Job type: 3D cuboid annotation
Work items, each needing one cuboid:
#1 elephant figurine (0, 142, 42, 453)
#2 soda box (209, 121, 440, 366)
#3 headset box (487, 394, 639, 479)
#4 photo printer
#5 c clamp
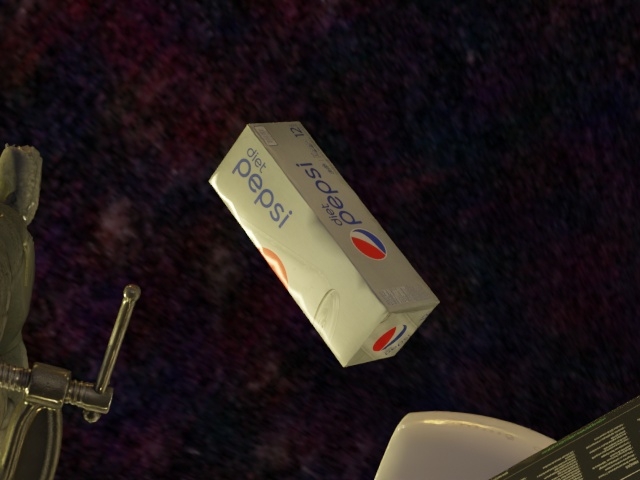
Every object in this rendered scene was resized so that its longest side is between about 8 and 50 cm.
[{"bbox_3d":[-0.284,0.047,0.860,0.239,0.186,0.169,3,110,0],"label":"elephant figurine"},{"bbox_3d":[0.000,0.000,1.769,0.286,0.091,0.098,53,125,23],"label":"soda box"},{"bbox_3d":[0.310,0.308,1.457,0.246,0.131,0.283,-36,54,27],"label":"headset box"},{"bbox_3d":[0.159,0.342,1.734,0.256,0.107,0.307,15,69,24],"label":"photo printer"},{"bbox_3d":[-0.166,0.065,0.668,0.161,0.022,0.137,10,112,-9],"label":"c clamp"}]
